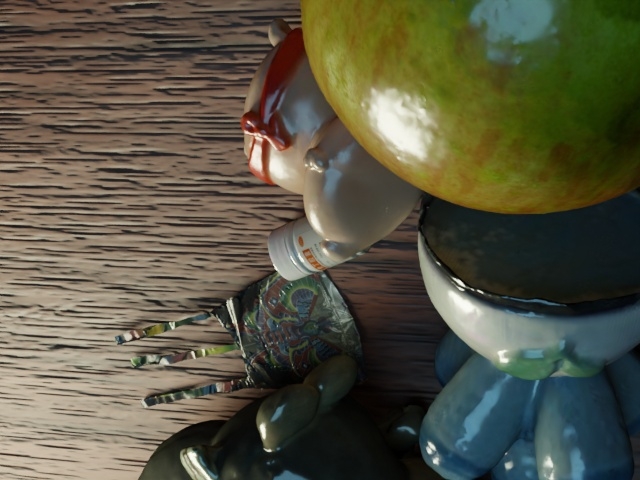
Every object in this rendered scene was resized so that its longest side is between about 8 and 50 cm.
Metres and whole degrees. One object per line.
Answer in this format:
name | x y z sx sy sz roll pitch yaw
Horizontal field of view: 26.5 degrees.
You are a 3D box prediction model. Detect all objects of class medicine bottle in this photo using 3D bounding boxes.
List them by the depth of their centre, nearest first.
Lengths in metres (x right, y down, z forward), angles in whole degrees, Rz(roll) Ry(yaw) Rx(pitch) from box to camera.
medicine bottle | 0.000 0.000 1.315 0.089 0.057 0.057 -21 108 27

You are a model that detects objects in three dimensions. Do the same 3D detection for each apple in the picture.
apple | 0.153 -0.193 0.988 0.339 0.339 0.340 8 119 16

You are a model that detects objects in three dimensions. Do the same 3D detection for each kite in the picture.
kite | -0.092 0.115 1.433 0.285 0.015 0.152 -15 110 26

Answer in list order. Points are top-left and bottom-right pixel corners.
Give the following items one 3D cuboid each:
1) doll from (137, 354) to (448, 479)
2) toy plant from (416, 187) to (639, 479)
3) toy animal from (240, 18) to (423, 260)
doll | 0.020 0.306 1.413 0.382 0.252 0.378 54 152 -9
toy plant | 0.198 0.115 1.224 0.247 0.247 0.332 10 126 15
toy animal | 0.011 -0.095 1.200 0.198 0.171 0.171 49 133 39
